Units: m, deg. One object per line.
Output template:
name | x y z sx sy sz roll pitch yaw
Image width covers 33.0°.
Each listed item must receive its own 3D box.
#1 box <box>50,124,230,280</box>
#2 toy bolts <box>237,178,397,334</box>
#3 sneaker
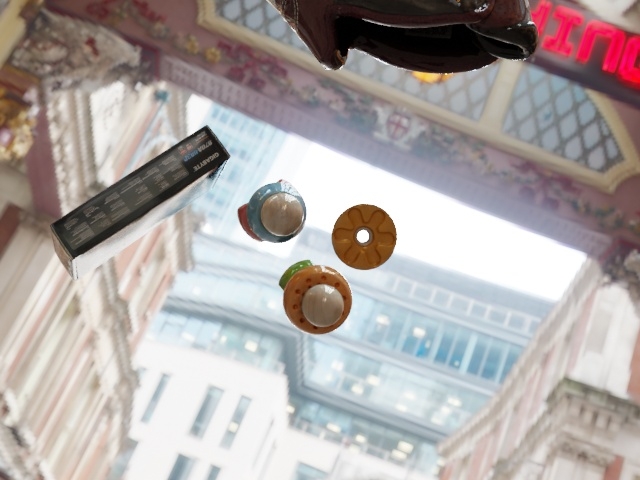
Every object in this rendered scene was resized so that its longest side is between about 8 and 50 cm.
box | -0.220 -0.043 1.306 0.051 0.220 0.175 54 -16 1
toy bolts | 0.000 0.000 1.555 0.228 0.218 0.158 50 -4 -9
sneaker | 0.097 -0.173 0.556 0.162 0.281 0.106 60 1 24
